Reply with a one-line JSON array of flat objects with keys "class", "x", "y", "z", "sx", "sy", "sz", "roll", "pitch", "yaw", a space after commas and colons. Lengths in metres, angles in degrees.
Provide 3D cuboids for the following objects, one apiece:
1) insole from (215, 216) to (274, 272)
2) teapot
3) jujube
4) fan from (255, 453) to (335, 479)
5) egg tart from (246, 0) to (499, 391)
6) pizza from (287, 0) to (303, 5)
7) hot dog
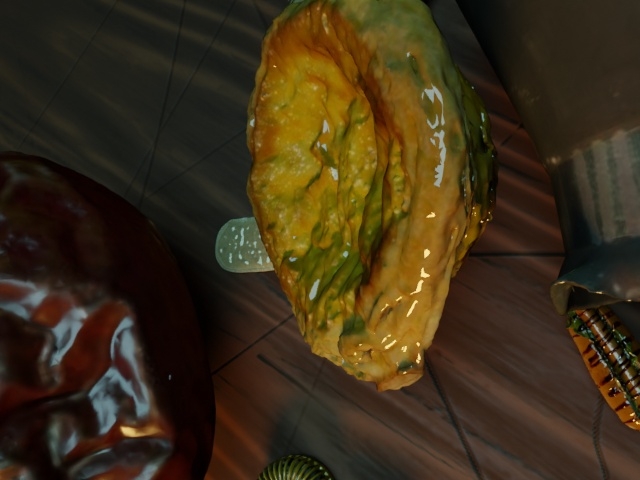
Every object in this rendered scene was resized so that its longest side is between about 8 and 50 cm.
[{"class": "insole", "x": 0.000, "y": 0.000, "z": 0.620, "sx": 0.248, "sy": 0.011, "sz": 0.081, "roll": -3, "pitch": 76, "yaw": 19}, {"class": "teapot", "x": 0.297, "y": -0.128, "z": 0.428, "sx": 0.376, "sy": 0.305, "sz": 0.361, "roll": -6, "pitch": 83, "yaw": -10}, {"class": "jujube", "x": -0.252, "y": 0.098, "z": 0.540, "sx": 0.277, "sy": 0.276, "sz": 0.376, "roll": -25, "pitch": 76, "yaw": 12}, {"class": "fan", "x": 0.007, "y": 0.255, "z": 0.540, "sx": 0.155, "sy": 0.039, "sz": 0.082, "roll": 19, "pitch": 83, "yaw": 21}, {"class": "egg tart", "x": 0.038, "y": -0.054, "z": 0.499, "sx": 0.129, "sy": 0.341, "sz": 0.341, "roll": -4, "pitch": 70, "yaw": -28}, {"class": "pizza", "x": 0.020, "y": -0.241, "z": 0.644, "sx": 0.147, "sy": 0.069, "sz": 0.226, "roll": 29, "pitch": 87, "yaw": 21}, {"class": "hot dog", "x": 0.248, "y": 0.101, "z": 0.496, "sx": 0.049, "sy": 0.037, "sz": 0.122, "roll": -31, "pitch": 71, "yaw": 6}]
